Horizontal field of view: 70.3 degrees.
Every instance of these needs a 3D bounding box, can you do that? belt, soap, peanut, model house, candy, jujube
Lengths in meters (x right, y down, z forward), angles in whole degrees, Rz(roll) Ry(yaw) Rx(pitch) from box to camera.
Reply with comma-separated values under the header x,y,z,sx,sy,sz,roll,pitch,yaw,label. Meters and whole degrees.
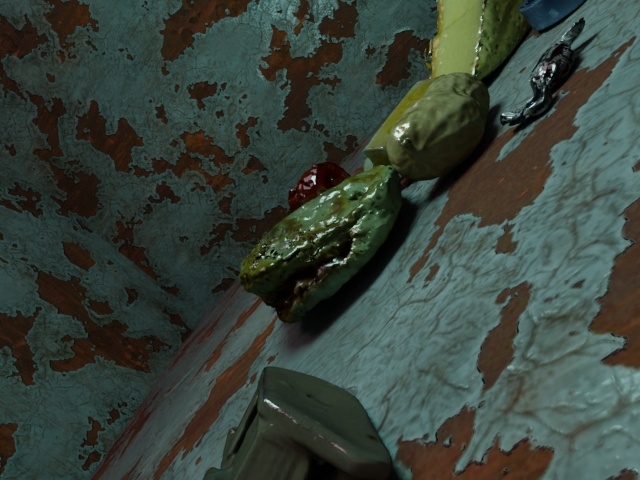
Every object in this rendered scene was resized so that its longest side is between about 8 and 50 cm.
x,y,z,sx,sy,sz,roll,pitch,yaw,label
0.535,-0.558,1.038,0.141,0.082,0.190,-40,13,18,belt
0.240,-0.276,1.084,0.173,0.089,0.274,9,54,46,soap
0.248,-0.226,0.880,0.159,0.143,0.291,13,45,34,peanut
-0.044,0.226,0.448,0.188,0.122,0.229,-55,6,-6,model house
0.373,-0.277,0.753,0.226,0.051,0.094,-52,7,-15,candy
0.001,-0.150,1.553,0.213,0.213,0.232,-54,6,-29,jujube

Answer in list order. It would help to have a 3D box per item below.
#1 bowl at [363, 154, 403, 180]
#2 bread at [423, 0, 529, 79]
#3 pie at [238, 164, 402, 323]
x,y,z,sx,sy,sz,roll,pitch,yaw,label
0.195,-0.239,1.252,0.211,0.112,0.211,-48,7,8,bowl
0.371,-0.545,1.222,0.315,0.279,0.248,-40,11,-27,bread
0.019,-0.016,0.971,0.418,0.180,0.395,-43,6,-8,pie
